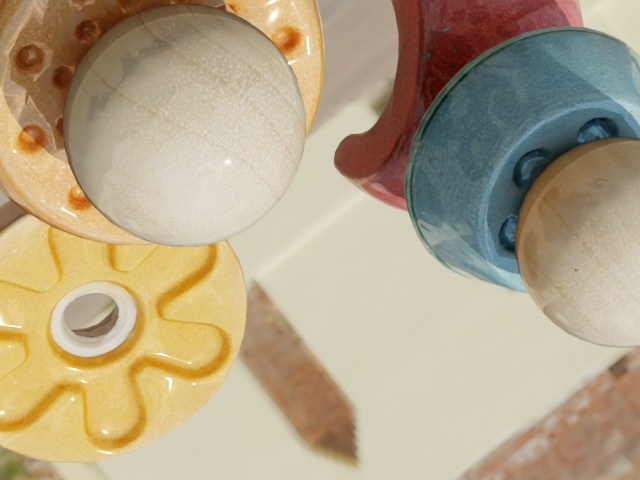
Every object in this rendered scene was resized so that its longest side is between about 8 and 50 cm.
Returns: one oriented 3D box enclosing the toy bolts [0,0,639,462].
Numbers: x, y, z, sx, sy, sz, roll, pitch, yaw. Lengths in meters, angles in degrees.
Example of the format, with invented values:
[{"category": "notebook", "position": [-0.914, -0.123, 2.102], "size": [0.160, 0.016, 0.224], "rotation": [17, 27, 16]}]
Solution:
[{"category": "toy bolts", "position": [0.000, 0.000, 0.550], "size": [0.228, 0.158, 0.218], "rotation": [-2, 118, -22]}]
